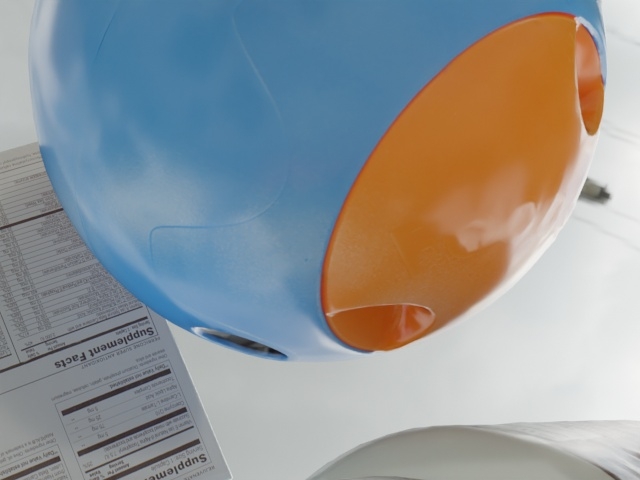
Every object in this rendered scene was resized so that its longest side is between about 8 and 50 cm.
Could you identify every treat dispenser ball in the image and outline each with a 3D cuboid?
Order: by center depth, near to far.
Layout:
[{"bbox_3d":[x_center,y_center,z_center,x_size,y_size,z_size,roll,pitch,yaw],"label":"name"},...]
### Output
[{"bbox_3d":[-0.001,-0.082,0.595,0.288,0.288,0.288,5,-136,-5],"label":"treat dispenser ball"}]

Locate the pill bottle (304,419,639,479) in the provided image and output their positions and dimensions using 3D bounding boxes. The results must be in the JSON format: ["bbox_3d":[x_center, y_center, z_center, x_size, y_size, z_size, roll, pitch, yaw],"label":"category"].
[{"bbox_3d":[0.093,0.193,0.525,0.224,0.224,0.392,39,-168,27],"label":"pill bottle"}]

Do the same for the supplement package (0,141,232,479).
[{"bbox_3d":[-0.224,0.097,0.825,0.198,0.199,0.263,-20,-98,-26],"label":"supplement package"}]
